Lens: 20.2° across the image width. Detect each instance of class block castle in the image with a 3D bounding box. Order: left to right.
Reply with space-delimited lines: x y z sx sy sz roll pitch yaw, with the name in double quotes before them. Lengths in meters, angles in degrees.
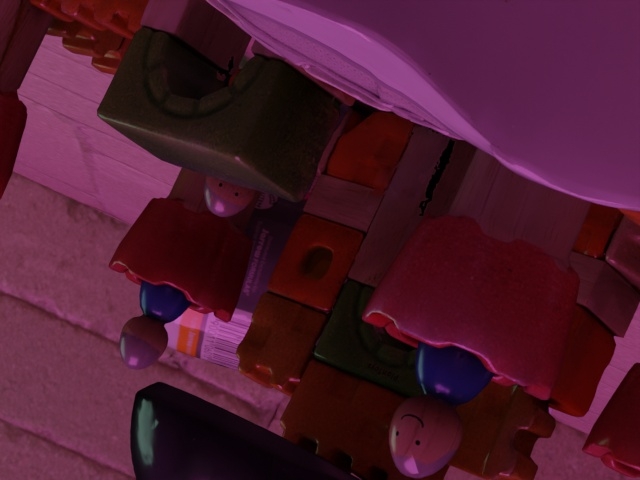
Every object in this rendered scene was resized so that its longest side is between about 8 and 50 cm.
"block castle" 0.000 0.000 0.950 0.453 0.213 0.303 18 171 40

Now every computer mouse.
"computer mouse" -0.005 0.156 0.966 0.188 0.072 0.272 18 169 46

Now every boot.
"boot" 0.049 -0.088 0.701 0.258 0.095 0.123 30 -178 10

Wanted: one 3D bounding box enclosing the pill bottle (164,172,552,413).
"pill bottle" 0.036 0.036 1.258 0.278 0.162 0.162 16 173 1
